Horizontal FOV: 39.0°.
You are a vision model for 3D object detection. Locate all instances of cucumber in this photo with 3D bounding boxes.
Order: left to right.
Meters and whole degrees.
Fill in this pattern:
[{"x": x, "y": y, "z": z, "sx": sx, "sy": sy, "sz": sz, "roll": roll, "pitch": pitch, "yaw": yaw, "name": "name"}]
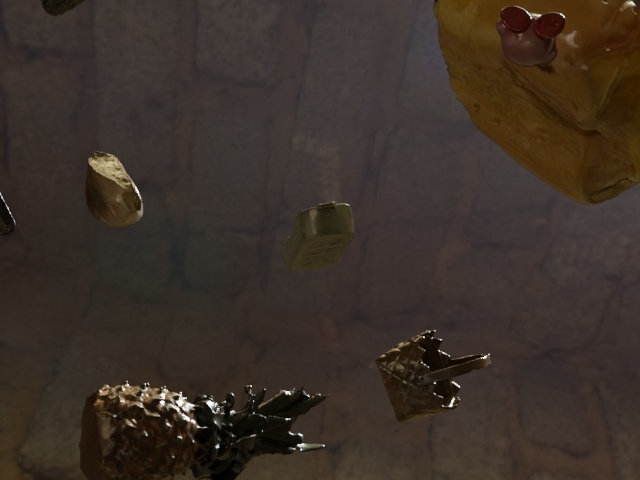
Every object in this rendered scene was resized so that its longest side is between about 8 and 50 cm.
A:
[{"x": -0.417, "y": -0.443, "z": 1.563, "sx": 0.187, "sy": 0.058, "sz": 0.058, "roll": -17, "pitch": -129, "yaw": 39, "name": "cucumber"}]

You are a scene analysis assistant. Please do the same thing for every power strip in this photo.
[{"x": 0.000, "y": -0.003, "z": 1.224, "sx": 0.286, "sy": 0.080, "sz": 0.048, "roll": 116, "pitch": -36, "yaw": -78, "name": "power strip"}]

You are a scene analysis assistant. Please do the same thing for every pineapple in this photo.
[{"x": -0.164, "y": 0.288, "z": 1.326, "sx": 0.165, "sy": 0.365, "sz": 0.165, "roll": -16, "pitch": -109, "yaw": 58, "name": "pineapple"}]

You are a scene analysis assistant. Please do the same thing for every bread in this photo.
[{"x": 0.397, "y": -0.256, "z": 1.372, "sx": 0.394, "sy": 0.250, "sz": 0.361, "roll": 43, "pitch": -13, "yaw": 42, "name": "bread"}]

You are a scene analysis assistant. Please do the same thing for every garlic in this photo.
[{"x": -0.372, "y": -0.076, "z": 1.626, "sx": 0.195, "sy": 0.087, "sz": 0.101, "roll": 48, "pitch": -38, "yaw": 48, "name": "garlic"}]

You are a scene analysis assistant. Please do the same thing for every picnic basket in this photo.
[{"x": 0.198, "y": 0.218, "z": 1.511, "sx": 0.128, "sy": 0.178, "sz": 0.137, "roll": -14, "pitch": 84, "yaw": -61, "name": "picnic basket"}]

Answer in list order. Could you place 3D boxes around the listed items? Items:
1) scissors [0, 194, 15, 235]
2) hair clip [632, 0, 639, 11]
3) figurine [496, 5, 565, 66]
[{"x": -0.401, "y": -0.142, "z": 0.944, "sx": 0.317, "sy": 0.160, "sz": 0.024, "roll": 57, "pitch": -16, "yaw": 6, "name": "scissors"}, {"x": 0.218, "y": -0.067, "z": 0.278, "sx": 0.095, "sy": 0.359, "sz": 0.110, "roll": -47, "pitch": 152, "yaw": -13, "name": "hair clip"}, {"x": 0.258, "y": -0.253, "z": 1.131, "sx": 0.067, "sy": 0.083, "sz": 0.071, "roll": -58, "pitch": 164, "yaw": -12, "name": "figurine"}]
